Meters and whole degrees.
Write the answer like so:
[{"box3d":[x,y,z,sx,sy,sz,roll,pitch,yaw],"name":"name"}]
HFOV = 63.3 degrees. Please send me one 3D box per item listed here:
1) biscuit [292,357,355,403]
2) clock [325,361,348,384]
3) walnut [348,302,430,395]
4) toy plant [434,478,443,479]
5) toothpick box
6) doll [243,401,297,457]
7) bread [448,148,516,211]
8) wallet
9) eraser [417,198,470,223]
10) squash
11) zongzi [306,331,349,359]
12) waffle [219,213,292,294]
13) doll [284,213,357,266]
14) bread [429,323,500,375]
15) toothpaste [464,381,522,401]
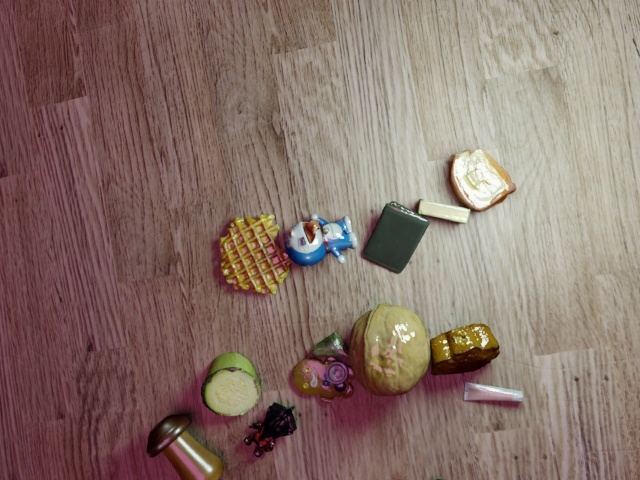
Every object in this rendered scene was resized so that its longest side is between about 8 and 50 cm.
[{"box3d":[0.011,0.513,1.923,0.236,0.039,0.179,5,93,9],"name":"biscuit"},{"box3d":[0.059,0.482,1.889,0.085,0.017,0.085,0,84,2],"name":"clock"},{"box3d":[0.233,0.371,1.779,0.252,0.277,0.312,-4,85,-24],"name":"walnut"},{"box3d":[0.390,0.928,1.851,0.162,0.093,0.092,-39,86,6],"name":"toy plant"},{"box3d":[-0.501,0.785,1.922,0.192,0.192,0.294,-42,91,6],"name":"toothpick box"},{"box3d":[-0.179,0.693,1.930,0.127,0.088,0.248,35,105,-15],"name":"doll"},{"box3d":[0.541,-0.214,1.798,0.190,0.123,0.244,-41,85,4],"name":"bread"},{"box3d":[0.263,-0.008,1.842,0.169,0.052,0.245,26,120,4],"name":"wallet"},{"box3d":[0.427,-0.102,1.818,0.172,0.117,0.058,13,97,7],"name":"eraser"},{"box3d":[-0.332,0.546,1.948,0.220,0.133,0.220,-1,102,-4],"name":"squash"},{"box3d":[0.030,0.424,1.888,0.154,0.062,0.130,-33,70,0],"name":"zongzi"},{"box3d":[-0.240,0.054,1.937,0.282,0.058,0.300,-3,90,7],"name":"waffle"},{"box3d":[0.000,0.000,1.855,0.257,0.161,0.215,-18,60,-4],"name":"doll"},{"box3d":[0.490,0.375,1.765,0.247,0.232,0.135,-13,63,-1],"name":"bread"},{"box3d":[0.612,0.545,1.844,0.195,0.043,0.067,3,94,13],"name":"toothpaste"}]
